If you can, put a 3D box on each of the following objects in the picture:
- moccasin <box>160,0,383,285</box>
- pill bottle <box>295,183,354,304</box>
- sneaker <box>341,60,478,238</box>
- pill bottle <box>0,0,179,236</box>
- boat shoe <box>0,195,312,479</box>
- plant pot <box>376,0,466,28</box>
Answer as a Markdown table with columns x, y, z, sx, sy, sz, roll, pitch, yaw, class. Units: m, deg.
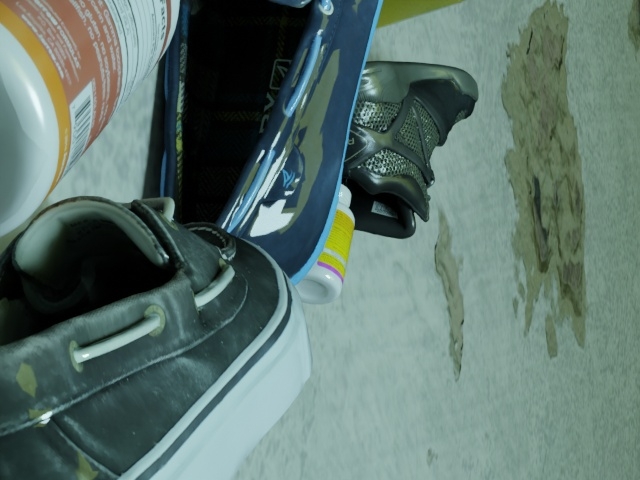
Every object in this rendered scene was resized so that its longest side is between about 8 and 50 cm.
| x | y | z | sx | sy | sz | roll | pitch | yaw | class |
| --- | --- | --- | --- | --- | --- | --- | --- | --- | --- |
| -0.028 | -0.141 | 1.130 | 0.117 | 0.137 | 0.342 | 20 | 68 | -64 | moccasin |
| 0.000 | 0.000 | 1.321 | 0.043 | 0.043 | 0.083 | 62 | 33 | -50 | pill bottle |
| 0.056 | -0.071 | 1.426 | 0.227 | 0.087 | 0.130 | -15 | 104 | -66 | sneaker |
| -0.136 | -0.098 | 0.849 | 0.216 | 0.121 | 0.121 | -61 | 144 | -55 | pill bottle |
| -0.079 | 0.035 | 0.800 | 0.335 | 0.121 | 0.119 | -75 | 149 | -74 | boat shoe |
| 0.056 | -0.271 | 1.293 | 0.187 | 0.212 | 0.212 | 67 | 26 | -18 | plant pot |
